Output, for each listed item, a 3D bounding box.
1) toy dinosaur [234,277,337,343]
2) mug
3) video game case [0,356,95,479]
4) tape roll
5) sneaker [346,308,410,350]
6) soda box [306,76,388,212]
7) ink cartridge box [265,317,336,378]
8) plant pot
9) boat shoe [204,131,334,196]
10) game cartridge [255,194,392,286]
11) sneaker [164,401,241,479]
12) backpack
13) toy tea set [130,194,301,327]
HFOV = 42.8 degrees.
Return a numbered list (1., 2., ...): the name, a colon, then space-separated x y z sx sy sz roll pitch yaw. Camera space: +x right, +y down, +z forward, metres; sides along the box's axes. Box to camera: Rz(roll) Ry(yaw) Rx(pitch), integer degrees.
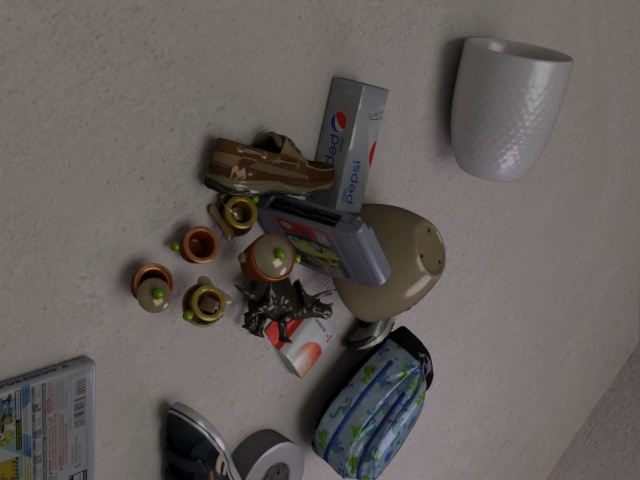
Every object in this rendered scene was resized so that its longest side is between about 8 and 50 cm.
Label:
1. toy dinosaur: -0.107 0.125 1.778 0.313 0.121 0.160 35 67 -45
2. mug: 0.482 -0.348 2.150 0.374 0.276 0.328 -59 160 -66
3. video game case: -0.532 0.393 1.432 0.300 0.036 0.329 -15 118 -46
4. tape roll: -0.137 0.566 1.950 0.219 0.072 0.219 -25 125 -42
5. sneaker: 0.153 0.176 2.116 0.271 0.100 0.108 -48 110 -19
6. soda box: 0.059 -0.209 1.816 0.098 0.091 0.286 1 106 -50
7. ink cartridge box: -0.042 0.219 1.928 0.145 0.045 0.179 -50 141 -23
8. plant pot: 0.177 0.039 1.901 0.284 0.191 0.284 20 64 -49
9. boat shoe: -0.088 -0.155 1.645 0.324 0.122 0.120 -6 108 -49
10. game cartridge: 0.000 0.000 1.676 0.060 0.294 0.196 -56 140 -20
11. sneaker: -0.261 0.477 1.719 0.127 0.126 0.321 -49 140 -32
12. backpack: 0.132 0.438 2.089 0.355 0.273 0.290 -30 154 -23
13. toy tea set: -0.193 0.046 1.551 0.336 0.124 0.200 -40 100 -29
